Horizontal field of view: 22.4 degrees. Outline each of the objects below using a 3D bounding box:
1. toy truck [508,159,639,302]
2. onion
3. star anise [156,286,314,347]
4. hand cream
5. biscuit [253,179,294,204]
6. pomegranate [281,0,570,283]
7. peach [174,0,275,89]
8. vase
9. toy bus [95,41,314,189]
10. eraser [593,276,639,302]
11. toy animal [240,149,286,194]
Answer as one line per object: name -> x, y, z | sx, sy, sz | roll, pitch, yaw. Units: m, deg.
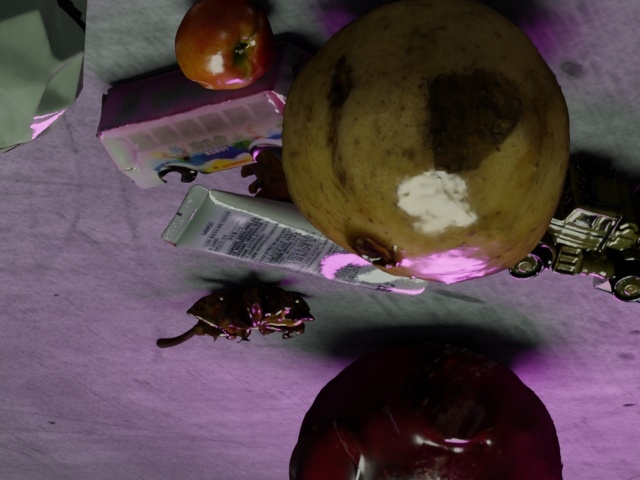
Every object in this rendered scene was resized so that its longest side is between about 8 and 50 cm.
toy truck -> 0.314, -0.020, 1.776 | 0.257, 0.127, 0.127 | 8, 136, -10
onion -> 0.181, 0.307, 2.392 | 0.398, 0.420, 0.398 | 9, 114, 21
star anise -> -0.127, 0.108, 2.231 | 0.234, 0.073, 0.177 | -12, 163, 2
hand cream -> 0.000, 0.000, 1.804 | 0.341, 0.078, 0.124 | 13, 147, -19
biscuit -> 0.078, -0.027, 1.870 | 0.324, 0.049, 0.205 | -2, 152, -7
pomegranate -> 0.105, -0.091, 1.505 | 0.281, 0.281, 0.281 | 6, 156, 3
peach -> -0.094, -0.189, 1.541 | 0.101, 0.101, 0.101 | 6, 156, 3
vase -> -0.219, -0.244, 1.116 | 0.165, 0.360, 0.165 | 6, 156, 3
toy bus -> -0.110, -0.130, 1.683 | 0.274, 0.090, 0.112 | -11, 144, 36
eraser -> 0.423, 0.041, 2.001 | 0.104, 0.023, 0.150 | 18, 154, -24
toy animal -> -0.050, -0.085, 1.831 | 0.060, 0.081, 0.083 | -26, 176, 40
